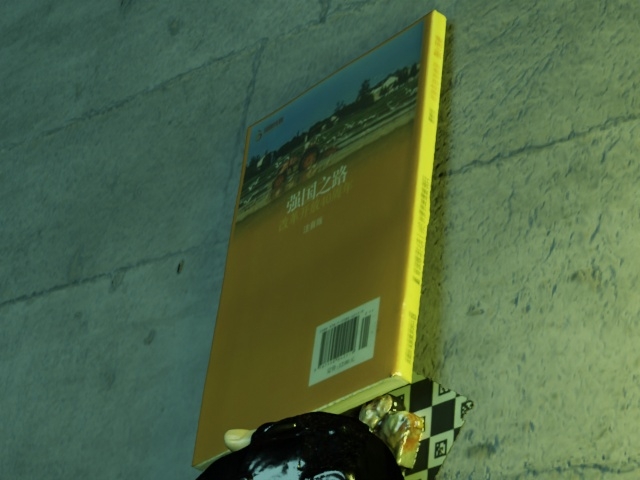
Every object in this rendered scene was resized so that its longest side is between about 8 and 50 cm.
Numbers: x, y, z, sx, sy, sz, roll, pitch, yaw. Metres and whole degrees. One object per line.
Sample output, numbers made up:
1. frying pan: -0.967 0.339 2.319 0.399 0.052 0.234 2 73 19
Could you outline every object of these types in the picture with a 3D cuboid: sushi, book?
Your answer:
1. sushi: 0.050 0.156 1.400 0.126 0.026 0.120 25 88 57
2. book: 0.000 0.000 1.558 0.262 0.028 0.374 -30 41 43

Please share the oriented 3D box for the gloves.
1. gloves: -0.029 0.210 1.378 0.203 0.124 0.164 -23 61 30
